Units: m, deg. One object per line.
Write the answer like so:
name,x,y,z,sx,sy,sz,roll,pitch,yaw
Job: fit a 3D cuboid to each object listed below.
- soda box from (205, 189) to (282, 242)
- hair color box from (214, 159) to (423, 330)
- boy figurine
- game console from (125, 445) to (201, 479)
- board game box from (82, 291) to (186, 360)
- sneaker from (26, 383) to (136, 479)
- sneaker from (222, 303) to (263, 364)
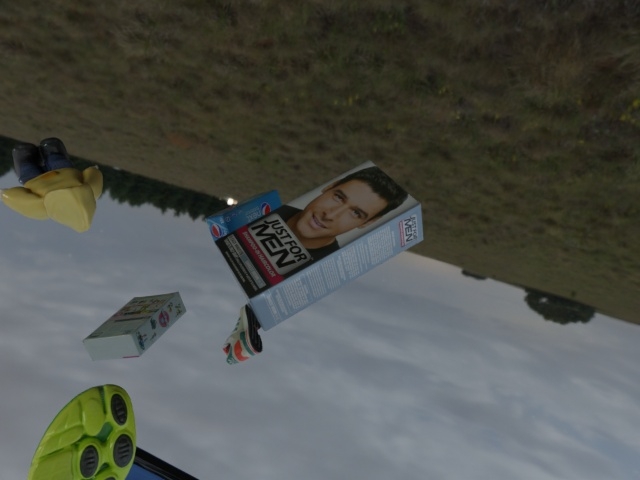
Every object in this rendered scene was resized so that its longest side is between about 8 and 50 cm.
soda box,-0.187,-0.063,1.287,0.067,0.071,0.210,-6,-162,39
hair color box,0.000,0.000,1.022,0.185,0.374,0.114,50,163,41
boy figurine,-0.480,-0.096,0.907,0.177,0.092,0.285,-19,-145,-29
game console,-0.391,0.537,0.978,0.293,0.250,0.173,40,-146,-23
board game box,-0.670,0.308,1.853,0.224,0.097,0.303,-9,-159,22
sneaker,-0.303,0.299,0.609,0.109,0.296,0.123,10,-167,-35
sneaker,-0.158,0.183,0.987,0.057,0.075,0.161,57,-178,-23
